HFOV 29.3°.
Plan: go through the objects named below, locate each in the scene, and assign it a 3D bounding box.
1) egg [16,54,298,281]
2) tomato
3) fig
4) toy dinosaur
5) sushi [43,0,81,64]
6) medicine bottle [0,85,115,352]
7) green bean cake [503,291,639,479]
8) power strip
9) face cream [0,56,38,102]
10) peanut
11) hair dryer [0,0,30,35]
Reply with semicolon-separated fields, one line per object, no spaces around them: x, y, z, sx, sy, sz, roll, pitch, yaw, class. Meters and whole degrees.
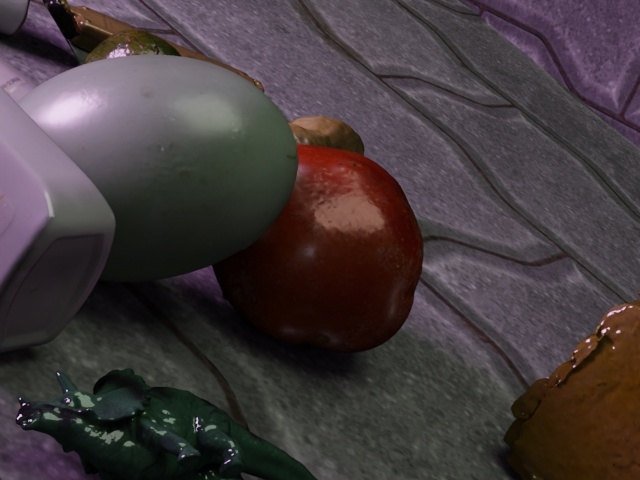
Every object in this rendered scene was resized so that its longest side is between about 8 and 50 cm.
-0.161;-0.064;1.098;0.283;0.202;0.203;-3;28;-1;egg
-0.003;-0.001;1.242;0.232;0.188;0.232;27;21;-11;tomato
-0.222;-0.190;1.429;0.123;0.123;0.156;19;15;-30;fig
-0.093;0.167;0.929;0.292;0.079;0.120;25;20;-24;toy dinosaur
-0.317;-0.280;1.503;0.120;0.026;0.126;56;-7;41;sushi
-0.300;-0.054;0.990;0.296;0.161;0.111;42;25;23;medicine bottle
0.331;0.194;1.246;0.224;0.229;0.131;44;18;18;green bean cake
-0.205;-0.238;1.639;0.305;0.044;0.064;19;26;-27;power strip
-0.393;-0.191;1.245;0.269;0.082;0.082;39;23;11;face cream
-0.022;-0.108;1.553;0.103;0.098;0.229;-2;4;30;peanut
-0.445;-0.339;1.493;0.131;0.073;0.236;14;27;-36;hair dryer
